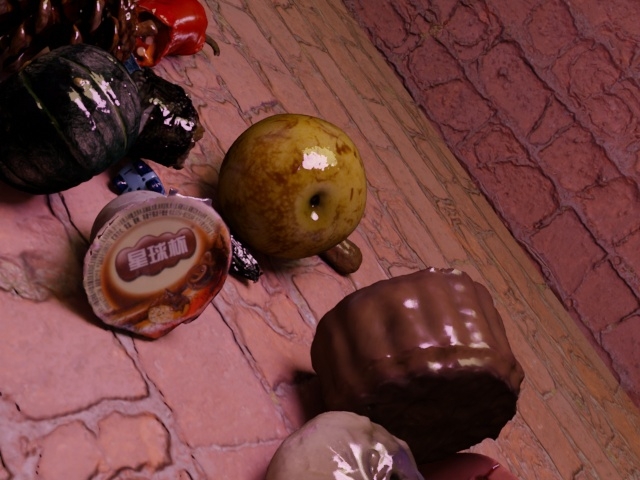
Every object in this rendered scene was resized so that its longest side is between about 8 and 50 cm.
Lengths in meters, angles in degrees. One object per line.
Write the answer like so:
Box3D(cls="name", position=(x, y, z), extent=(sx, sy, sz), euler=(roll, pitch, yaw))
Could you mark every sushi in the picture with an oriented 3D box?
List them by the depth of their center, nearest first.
Box3D(cls="sushi", position=(-0.266, -0.183, 1.187), extent=(0.115, 0.147, 0.212), euler=(29, 9, -32))

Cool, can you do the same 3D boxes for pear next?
Box3D(cls="pear", position=(-0.053, -0.100, 1.339), extent=(0.283, 0.283, 0.283), euler=(39, 26, -23))

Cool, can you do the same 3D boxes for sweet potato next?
Box3D(cls="sweet potato", position=(-0.002, -0.005, 1.527), extent=(0.233, 0.062, 0.081), euler=(31, 32, -30))

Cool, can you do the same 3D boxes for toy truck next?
Box3D(cls="toy truck", position=(-0.263, -0.061, 1.160), extent=(0.136, 0.063, 0.074), euler=(58, 6, 9))

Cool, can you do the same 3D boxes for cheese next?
Box3D(cls="cheese", position=(0.243, 0.421, 1.182), extent=(0.128, 0.177, 0.203), euler=(43, 25, -16))

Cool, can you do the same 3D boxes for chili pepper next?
Box3D(cls="chili pepper", position=(-0.303, -0.457, 1.569), extent=(0.131, 0.134, 0.338), euler=(36, 26, 1))

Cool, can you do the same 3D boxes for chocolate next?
Box3D(cls="chocolate", position=(-0.230, 0.013, 1.000), extent=(0.221, 0.221, 0.147), euler=(32, 5, -35))

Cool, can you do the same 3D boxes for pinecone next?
Box3D(cls="pinecone", position=(-0.405, -0.336, 1.113), extent=(0.309, 0.244, 0.244), euler=(12, 41, -29))

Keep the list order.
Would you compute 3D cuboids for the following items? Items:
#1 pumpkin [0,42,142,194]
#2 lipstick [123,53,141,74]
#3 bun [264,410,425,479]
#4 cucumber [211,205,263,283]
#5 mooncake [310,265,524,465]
Box3D(cls="pumpkin", position=(-0.341, -0.160, 0.973), extent=(0.162, 0.220, 0.220), euler=(62, 18, -23))
Box3D(cls="lipstick", position=(-0.407, -0.367, 1.328), extent=(0.077, 0.076, 0.290), euler=(2, 50, -57))
Box3D(cls="bun", position=(0.047, 0.349, 0.969), extent=(0.273, 0.168, 0.273), euler=(37, 34, -31))
Box3D(cls="cucumber", position=(-0.165, 0.002, 1.246), extent=(0.181, 0.053, 0.053), euler=(50, 24, -6))
Box3D(cls="mooncake", position=(0.149, 0.210, 1.157), extent=(0.324, 0.324, 0.187), euler=(32, 30, -35))
